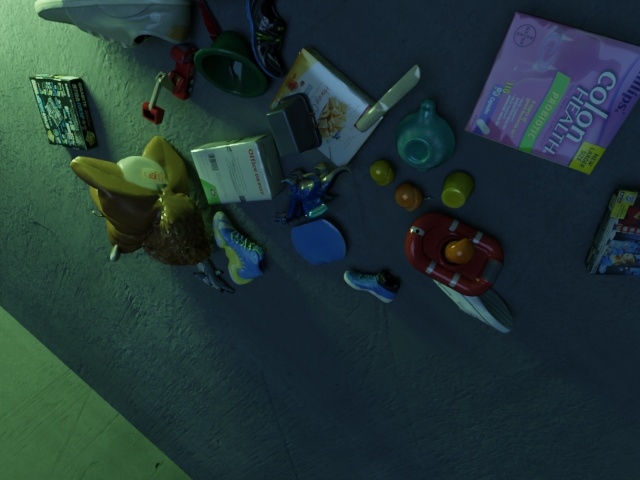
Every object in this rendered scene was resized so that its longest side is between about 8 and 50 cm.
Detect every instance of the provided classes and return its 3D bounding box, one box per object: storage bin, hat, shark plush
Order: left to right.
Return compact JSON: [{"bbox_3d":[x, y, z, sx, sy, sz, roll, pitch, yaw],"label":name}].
[{"bbox_3d":[-0.355,0.123,1.431,0.161,0.073,0.067,45,96,3],"label":"shark plush"},{"bbox_3d":[-0.203,-0.483,1.037,0.173,0.184,0.208,1,161,39],"label":"hat"},{"bbox_3d":[-0.061,-0.260,0.994,0.098,0.091,0.135,-4,119,32],"label":"storage bin"}]

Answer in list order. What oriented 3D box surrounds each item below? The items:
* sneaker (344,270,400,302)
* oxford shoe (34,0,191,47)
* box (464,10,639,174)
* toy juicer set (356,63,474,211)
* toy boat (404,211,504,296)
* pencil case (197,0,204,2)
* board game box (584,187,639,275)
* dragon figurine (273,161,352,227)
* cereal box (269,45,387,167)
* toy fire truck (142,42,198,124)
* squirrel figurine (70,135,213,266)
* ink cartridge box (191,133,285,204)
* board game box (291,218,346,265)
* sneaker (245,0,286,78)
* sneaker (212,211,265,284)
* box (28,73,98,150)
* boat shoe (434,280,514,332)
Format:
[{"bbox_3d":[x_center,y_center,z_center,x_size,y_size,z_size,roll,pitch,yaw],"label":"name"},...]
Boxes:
[{"bbox_3d":[0.144,0.105,1.171,0.152,0.058,0.085,28,131,4],"label":"sneaker"},{"bbox_3d":[-0.524,-0.554,1.075,0.449,0.169,0.130,9,122,16],"label":"oxford shoe"},{"bbox_3d":[0.429,-0.274,0.789,0.243,0.117,0.214,24,124,12],"label":"box"},{"bbox_3d":[0.196,-0.210,0.961,0.209,0.089,0.329,-10,122,39],"label":"toy juicer set"},{"bbox_3d":[0.305,0.025,0.970,0.231,0.151,0.151,28,86,9],"label":"toy boat"},{"bbox_3d":[-0.239,-0.701,0.856,0.167,0.160,0.386,31,135,50],"label":"pencil case"},{"bbox_3d":[0.670,-0.004,0.856,0.194,0.060,0.194,13,121,18],"label":"board game box"},{"bbox_3d":[-0.011,-0.115,1.106,0.289,0.085,0.144,-8,118,34],"label":"dragon figurine"},{"bbox_3d":[0.015,-0.309,1.013,0.240,0.047,0.173,40,128,1],"label":"cereal box"},{"bbox_3d":[-0.387,-0.405,1.102,0.047,0.135,0.192,31,126,7],"label":"toy fire truck"},{"bbox_3d":[-0.521,-0.049,1.290,0.397,0.281,0.370,42,133,2],"label":"squirrel figurine"},{"bbox_3d":[-0.220,-0.191,1.165,0.219,0.092,0.160,-1,116,26],"label":"ink cartridge box"},{"bbox_3d":[0.000,0.000,1.203,0.168,0.033,0.133,-15,114,37],"label":"board game box"},{"bbox_3d":[-0.115,-0.468,0.977,0.078,0.067,0.188,3,115,32],"label":"sneaker"},{"bbox_3d":[-0.236,0.015,1.307,0.126,0.091,0.240,-12,111,11],"label":"sneaker"},{"bbox_3d":[-0.814,-0.407,1.362,0.175,0.051,0.220,12,121,20],"label":"box"},{"bbox_3d":[0.381,0.145,1.078,0.226,0.083,0.076,49,137,9],"label":"boat shoe"}]
